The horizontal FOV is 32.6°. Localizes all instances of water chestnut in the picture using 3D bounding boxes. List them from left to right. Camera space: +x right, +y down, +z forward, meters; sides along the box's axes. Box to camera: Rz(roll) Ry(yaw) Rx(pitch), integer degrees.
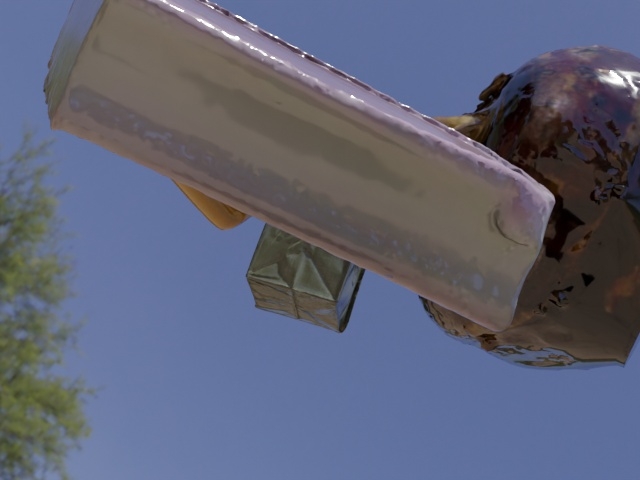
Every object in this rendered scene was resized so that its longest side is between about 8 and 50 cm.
[{"bbox_3d":[0.201,-0.047,1.091,0.347,0.335,0.335,25,-35,2],"label":"water chestnut"}]

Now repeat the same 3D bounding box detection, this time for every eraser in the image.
[{"bbox_3d":[-0.023,-0.085,0.842,0.359,0.122,0.272,24,9,-19],"label":"eraser"}]

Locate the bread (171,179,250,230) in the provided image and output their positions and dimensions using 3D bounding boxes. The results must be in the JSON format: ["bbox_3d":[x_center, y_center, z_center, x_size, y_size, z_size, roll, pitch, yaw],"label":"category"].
[{"bbox_3d":[-0.157,-0.119,1.236,0.239,0.092,0.074,49,-29,-11],"label":"bread"}]

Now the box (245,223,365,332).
[{"bbox_3d":[0.000,0.000,1.686,0.155,0.231,0.149,17,-20,11],"label":"box"}]
